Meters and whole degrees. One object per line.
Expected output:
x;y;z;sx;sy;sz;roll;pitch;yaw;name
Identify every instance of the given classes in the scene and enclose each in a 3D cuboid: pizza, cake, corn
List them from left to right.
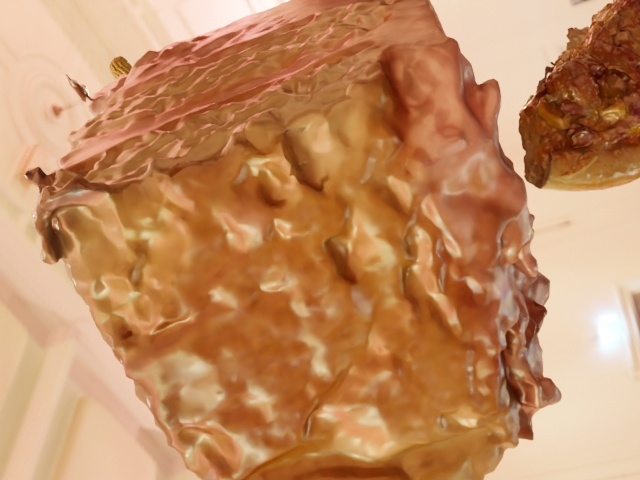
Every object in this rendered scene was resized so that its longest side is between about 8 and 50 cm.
-0.301;-0.255;1.564;0.092;0.037;0.037;45;-152;-13;corn
0.000;0.000;0.700;0.307;0.293;0.314;-102;-9;-66;cake
0.230;-0.120;0.738;0.246;0.058;0.127;-37;-101;-31;pizza
